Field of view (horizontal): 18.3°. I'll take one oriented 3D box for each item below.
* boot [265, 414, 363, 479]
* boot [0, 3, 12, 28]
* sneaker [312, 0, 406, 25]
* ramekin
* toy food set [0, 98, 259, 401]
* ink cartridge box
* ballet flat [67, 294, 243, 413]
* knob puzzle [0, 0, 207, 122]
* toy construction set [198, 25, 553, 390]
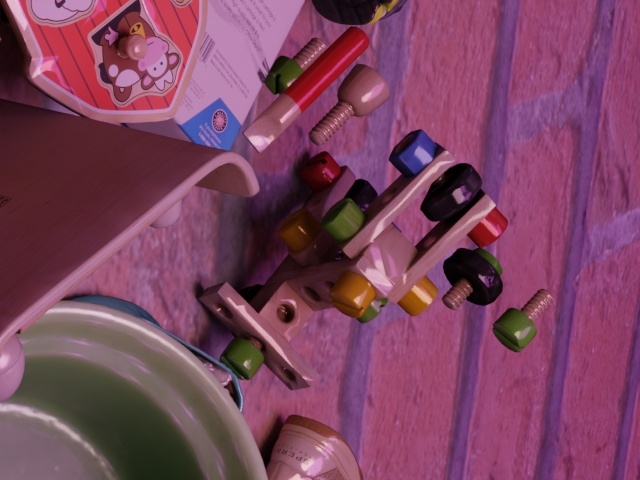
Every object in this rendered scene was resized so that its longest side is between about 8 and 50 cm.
[{"bbox_3d":[-0.018,0.322,1.937,0.203,0.095,0.262,-56,143,-29],"label":"boot"},{"bbox_3d":[-0.203,-0.165,1.478,0.087,0.042,0.118,-8,109,-50],"label":"boot"},{"bbox_3d":[0.061,-0.337,1.786,0.121,0.111,0.300,0,105,-75],"label":"sneaker"},{"bbox_3d":[-0.196,0.208,1.424,0.303,0.148,0.303,17,59,-32],"label":"ramekin"},{"bbox_3d":[-0.216,0.012,1.354,0.306,0.219,0.092,-42,136,-43],"label":"toy food set"},{"bbox_3d":[-0.098,-0.176,1.595,0.191,0.082,0.139,-65,147,-18],"label":"ink cartridge box"},{"bbox_3d":[-0.135,0.107,1.658,0.247,0.087,0.083,35,74,-58],"label":"ballet flat"},{"bbox_3d":[-0.142,-0.171,1.455,0.213,0.030,0.213,-10,103,-45],"label":"knob puzzle"},{"bbox_3d":[0.000,0.000,1.717,0.237,0.257,0.309,-45,131,-21],"label":"toy construction set"}]
